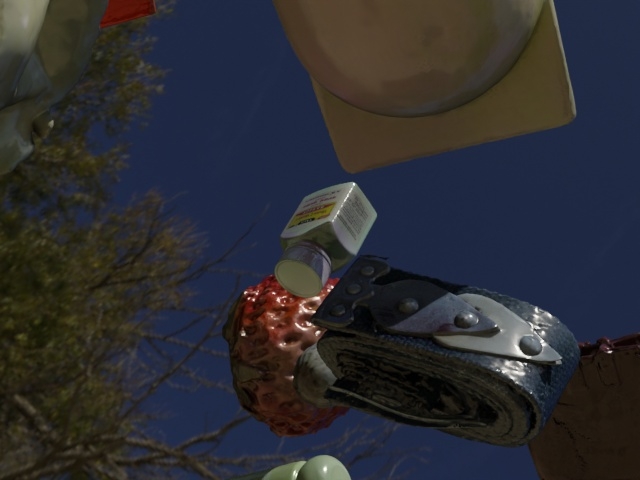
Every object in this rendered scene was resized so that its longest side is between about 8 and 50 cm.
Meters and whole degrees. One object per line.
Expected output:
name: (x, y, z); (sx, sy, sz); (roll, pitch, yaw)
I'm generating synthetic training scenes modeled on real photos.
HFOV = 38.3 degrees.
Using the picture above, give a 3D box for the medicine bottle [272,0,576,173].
medicine bottle: (0.061, -0.262, 0.777); (0.236, 0.236, 0.406); (-9, -68, 26)

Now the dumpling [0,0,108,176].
dumpling: (-0.148, -0.102, 0.327); (0.111, 0.155, 0.181); (46, -15, 5)

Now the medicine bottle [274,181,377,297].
medicine bottle: (0.000, 0.000, 0.931); (0.074, 0.118, 0.055); (-13, -57, 39)

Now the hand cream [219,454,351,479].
hand cream: (-0.093, 0.402, 1.371); (0.306, 0.093, 0.147); (-25, -91, 27)

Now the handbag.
handbag: (0.390, 0.245, 1.330); (0.203, 0.074, 0.216); (-18, -79, 24)

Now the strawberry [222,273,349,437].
strawberry: (0.015, 0.167, 1.448); (0.149, 0.336, 0.265); (-13, -95, 52)

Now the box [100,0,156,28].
box: (-0.207, -0.189, 0.631); (0.139, 0.245, 0.035); (-20, -52, -15)

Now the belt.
belt: (0.101, 0.110, 0.800); (0.218, 0.128, 0.122); (12, -45, 30)

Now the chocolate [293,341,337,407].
chocolate: (0.031, 0.127, 1.021); (0.072, 0.167, 0.072); (17, -58, 30)
